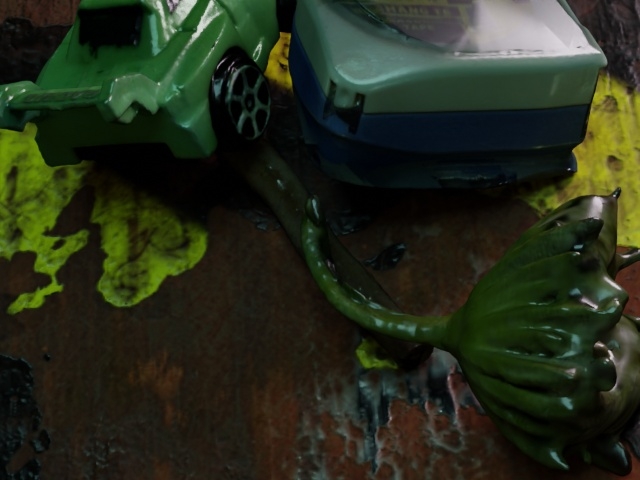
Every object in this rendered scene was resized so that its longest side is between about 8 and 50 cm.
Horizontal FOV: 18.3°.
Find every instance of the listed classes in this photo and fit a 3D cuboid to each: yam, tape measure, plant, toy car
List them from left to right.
[{"bbox_3d":[-0.152,-0.190,1.888,0.213,0.176,0.358,-1,47,32],"label":"toy car"},{"bbox_3d":[0.000,0.000,1.834,0.045,0.045,0.327,-52,54,17],"label":"yam"},{"bbox_3d":[0.104,-0.184,1.833,0.259,0.138,0.262,-2,47,-18],"label":"tape measure"},{"bbox_3d":[0.140,0.085,1.700,0.333,0.180,0.251,-6,60,35],"label":"plant"}]
